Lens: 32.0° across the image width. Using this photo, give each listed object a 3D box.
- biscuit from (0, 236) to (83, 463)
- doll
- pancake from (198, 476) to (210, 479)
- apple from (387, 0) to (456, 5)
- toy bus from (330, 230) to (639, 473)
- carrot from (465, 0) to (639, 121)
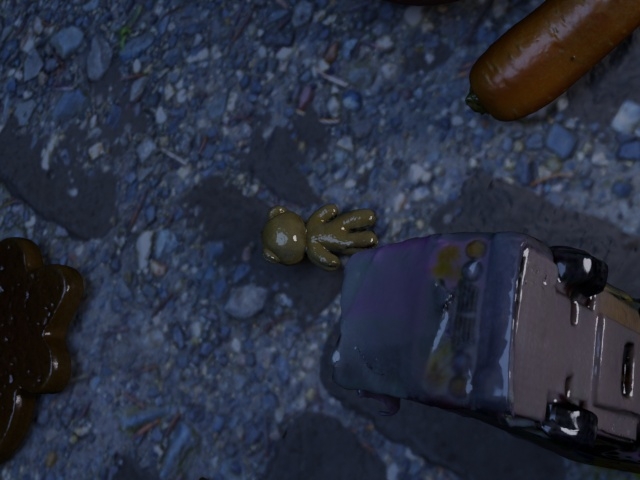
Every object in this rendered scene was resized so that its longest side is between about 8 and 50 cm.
[{"bbox_3d":[-0.319,0.116,1.105,0.180,0.039,0.236,31,95,31],"label":"biscuit"},{"bbox_3d":[-0.002,-0.004,0.937,0.093,0.051,0.062,-14,64,27],"label":"doll"},{"bbox_3d":[-0.045,0.271,0.907,0.190,0.020,0.184,-22,66,25],"label":"pancake"},{"bbox_3d":[0.074,-0.368,0.858,0.344,0.269,0.345,-9,72,28],"label":"apple"},{"bbox_3d":[0.130,0.074,0.677,0.137,0.317,0.113,0,74,33],"label":"toy bus"},{"bbox_3d":[0.203,-0.170,0.848,0.225,0.067,0.067,-41,60,15],"label":"carrot"}]
